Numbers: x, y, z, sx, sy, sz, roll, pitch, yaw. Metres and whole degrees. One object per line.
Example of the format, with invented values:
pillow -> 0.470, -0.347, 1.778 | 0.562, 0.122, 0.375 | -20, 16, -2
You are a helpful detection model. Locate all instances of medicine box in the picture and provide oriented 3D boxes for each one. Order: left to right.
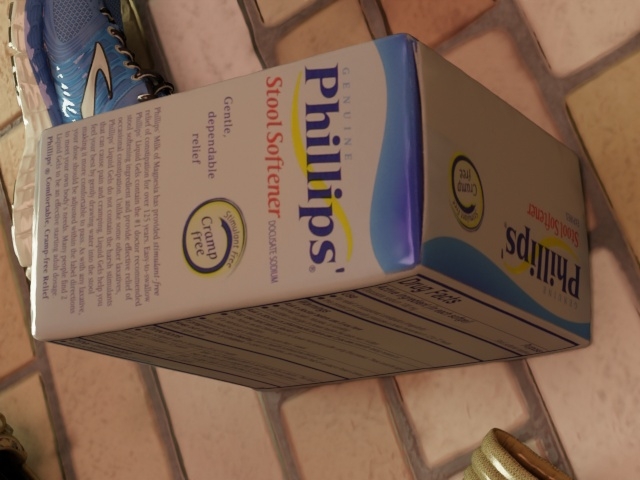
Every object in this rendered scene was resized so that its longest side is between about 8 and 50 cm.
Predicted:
medicine box -> 0.000, 0.000, 0.977 | 0.289, 0.263, 0.149 | -12, 72, 29

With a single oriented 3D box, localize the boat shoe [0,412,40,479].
boat shoe -> -0.255, 0.207, 1.187 | 0.089, 0.104, 0.285 | -43, 69, 10

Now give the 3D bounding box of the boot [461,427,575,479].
boot -> 0.141, 0.265, 0.919 | 0.203, 0.095, 0.262 | -54, 47, 8

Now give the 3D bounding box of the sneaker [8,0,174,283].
sneaker -> -0.171, -0.114, 1.218 | 0.147, 0.130, 0.330 | -9, 75, 15
